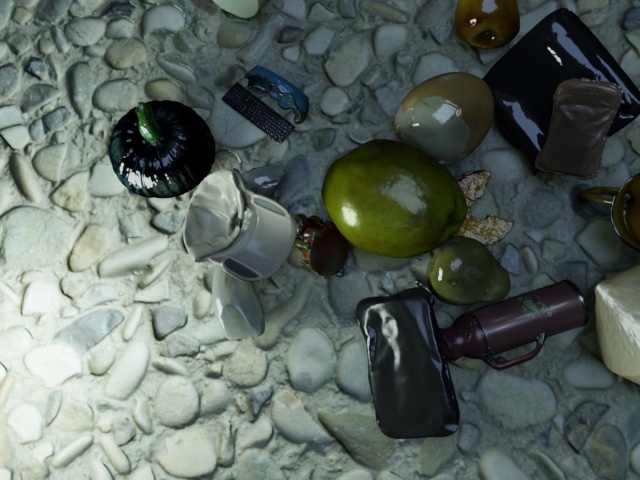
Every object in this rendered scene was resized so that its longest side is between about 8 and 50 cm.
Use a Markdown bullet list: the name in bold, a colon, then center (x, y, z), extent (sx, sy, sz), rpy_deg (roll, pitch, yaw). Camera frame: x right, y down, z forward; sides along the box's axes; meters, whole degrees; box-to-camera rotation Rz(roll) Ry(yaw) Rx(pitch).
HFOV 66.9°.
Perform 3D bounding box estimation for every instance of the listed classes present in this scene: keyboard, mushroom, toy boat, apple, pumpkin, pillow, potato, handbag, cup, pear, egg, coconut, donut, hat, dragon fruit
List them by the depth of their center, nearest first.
- **coconut**: center (0.712, 0.166, 0.991), extent (0.328, 0.329, 0.329), rpy_deg (0, 80, 3)
- **pillow**: center (0.565, -0.243, 1.063), extent (0.135, 0.034, 0.211), rpy_deg (20, 116, 27)
- **cup**: center (0.749, -0.106, 1.064), extent (0.256, 0.179, 0.255), rpy_deg (-15, 50, -36)
- **handbag**: center (0.189, 0.263, 1.076), extent (0.191, 0.075, 0.333), rpy_deg (-16, 78, 30)
- **pear**: center (0.159, -0.093, 1.077), extent (0.321, 0.269, 0.269), rpy_deg (24, 81, 29)
- **potato**: center (0.334, 0.075, 1.086), extent (0.193, 0.157, 0.157), rpy_deg (20, 81, -8)
- **hat**: center (-0.175, -0.035, 1.097), extent (0.225, 0.164, 0.220), rpy_deg (25, 97, -31)
- **pumpkin**: center (-0.379, -0.228, 1.130), extent (0.247, 0.248, 0.248), rpy_deg (0, 80, 3)
- **egg**: center (0.297, -0.290, 1.136), extent (0.244, 0.201, 0.201), rpy_deg (-38, 80, -15)
- **mushroom**: center (-0.198, 0.098, 1.138), extent (0.118, 0.103, 0.270), rpy_deg (-9, 74, 1)
- **dragon fruit**: center (0.000, 0.000, 1.145), extent (0.138, 0.142, 0.175), rpy_deg (-18, 53, -40)
- **donut**: center (0.361, -0.069, 1.156), extent (0.146, 0.078, 0.181), rpy_deg (-23, 86, -1)
- **handbag**: center (0.562, -0.344, 1.161), extent (0.275, 0.177, 0.302), rpy_deg (-41, 79, 39)
- **mushroom**: center (-0.202, -0.097, 1.180), extent (0.278, 0.096, 0.099), rpy_deg (-32, 35, -2)
- **apple**: center (0.421, -0.571, 1.209), extent (0.163, 0.146, 0.147), rpy_deg (10, 76, 6)
- **toy boat**: center (-0.108, -0.365, 1.228), extent (0.185, 0.075, 0.077), rpy_deg (32, 80, 4)
- **keyboard**: center (-0.163, -0.330, 1.257), extent (0.202, 0.011, 0.067), rpy_deg (39, 82, 8)

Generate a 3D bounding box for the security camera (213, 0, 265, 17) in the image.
- **security camera**: center (-0.185, -0.727, 1.247), extent (0.194, 0.194, 0.236), rpy_deg (28, 77, 7)

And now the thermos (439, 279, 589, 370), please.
- **thermos**: center (0.417, 0.203, 1.083), extent (0.330, 0.109, 0.136), rpy_deg (-18, 80, -1)
